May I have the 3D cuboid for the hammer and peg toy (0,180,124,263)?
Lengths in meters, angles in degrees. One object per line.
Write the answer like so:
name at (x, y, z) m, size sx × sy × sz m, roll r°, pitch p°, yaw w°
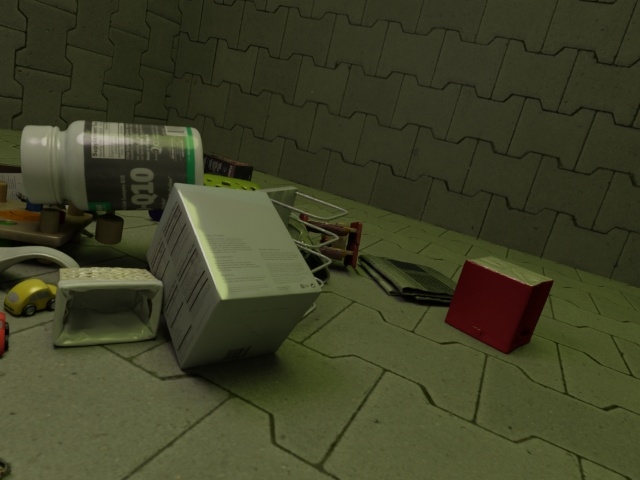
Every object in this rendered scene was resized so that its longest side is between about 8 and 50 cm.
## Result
hammer and peg toy at (-0.662, -0.040, 1.074) m, size 0.361 × 0.127 × 0.266 m, roll 10°, pitch 13°, yaw -15°

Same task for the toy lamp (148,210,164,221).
toy lamp at (-0.578, -0.139, 1.627) m, size 0.080 × 0.080 × 0.274 m, roll 9°, pitch 18°, yaw -17°

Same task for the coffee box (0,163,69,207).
coffee box at (-0.812, -0.156, 1.324) m, size 0.297 × 0.119 × 0.168 m, roll 0°, pitch 7°, yaw -44°

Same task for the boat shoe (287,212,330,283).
boat shoe at (-0.059, 0.015, 1.247) m, size 0.302 × 0.109 × 0.094 m, roll 46°, pitch -2°, yaw -42°

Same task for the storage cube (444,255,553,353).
storage cube at (0.489, 0.166, 1.222) m, size 0.184 × 0.193 × 0.215 m, roll -2°, pitch 22°, yaw -46°

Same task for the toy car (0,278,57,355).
toy car at (-0.587, 0.103, 0.744) m, size 0.225 × 0.053 × 0.239 m, roll 12°, pitch 14°, yaw -6°

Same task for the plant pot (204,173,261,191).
plant pot at (-0.281, -0.049, 1.282) m, size 0.227 × 0.228 × 0.207 m, roll 6°, pitch 22°, yaw -28°

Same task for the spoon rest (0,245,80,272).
spoon rest at (-0.618, 0.047, 0.871) m, size 0.276 × 0.084 × 0.137 m, roll 10°, pitch 15°, yaw -17°

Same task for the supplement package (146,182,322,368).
supplement package at (-0.173, 0.059, 0.823) m, size 0.199 × 0.198 × 0.262 m, roll 1°, pitch 46°, yaw -41°

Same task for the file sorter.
file sorter at (-0.073, 0.035, 1.048) m, size 0.173 × 0.277 × 0.193 m, roll 23°, pitch 17°, yaw 17°

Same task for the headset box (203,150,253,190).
headset box at (-0.415, -0.238, 1.861) m, size 0.293 × 0.218 × 0.110 m, roll 22°, pitch 17°, yaw 33°

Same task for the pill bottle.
pill bottle at (-0.469, -0.171, 1.035) m, size 0.361 × 0.204 × 0.204 m, roll -2°, pitch 20°, yaw -22°

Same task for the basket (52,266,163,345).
basket at (-0.382, 0.110, 0.790) m, size 0.167 × 0.113 × 0.103 m, roll 3°, pitch 16°, yaw -36°

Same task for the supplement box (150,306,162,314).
supplement box at (-0.342, 0.119, 0.943) m, size 0.062 × 0.036 × 0.098 m, roll 20°, pitch 16°, yaw 25°

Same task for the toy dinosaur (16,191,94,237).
toy dinosaur at (-0.735, -0.106, 1.205) m, size 0.118 × 0.268 × 0.064 m, roll -27°, pitch 0°, yaw -8°

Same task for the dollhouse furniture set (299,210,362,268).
dollhouse furniture set at (0.000, 0.000, 1.574) m, size 0.201 × 0.152 × 0.374 m, roll 11°, pitch -2°, yaw -10°

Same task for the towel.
towel at (0.319, 0.137, 1.487) m, size 0.312 × 0.056 × 0.324 m, roll 11°, pitch 12°, yaw -22°
